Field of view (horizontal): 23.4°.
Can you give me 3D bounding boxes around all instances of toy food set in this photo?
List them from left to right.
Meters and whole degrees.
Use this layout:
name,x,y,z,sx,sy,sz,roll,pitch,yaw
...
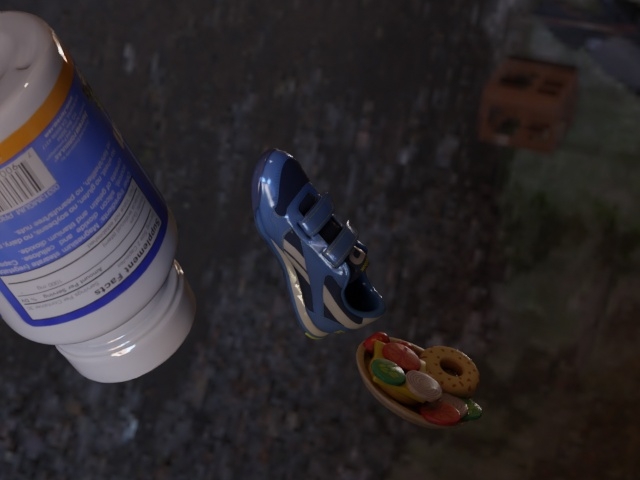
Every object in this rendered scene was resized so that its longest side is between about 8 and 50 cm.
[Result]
name,x,y,z,sx,sy,sz,roll,pitch,yaw
toy food set,0.060,0.084,0.934,0.020,0.083,0.082,-60,-168,26

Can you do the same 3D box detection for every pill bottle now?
name,x,y,z,sx,sy,sz,roll,pitch,yaw
pill bottle,-0.197,-0.021,1.129,0.272,0.152,0.152,60,41,-42

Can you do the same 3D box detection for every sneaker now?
name,x,y,z,sx,sy,sz,roll,pitch,yaw
sneaker,0.000,0.000,1.029,0.053,0.059,0.144,-52,127,-43
